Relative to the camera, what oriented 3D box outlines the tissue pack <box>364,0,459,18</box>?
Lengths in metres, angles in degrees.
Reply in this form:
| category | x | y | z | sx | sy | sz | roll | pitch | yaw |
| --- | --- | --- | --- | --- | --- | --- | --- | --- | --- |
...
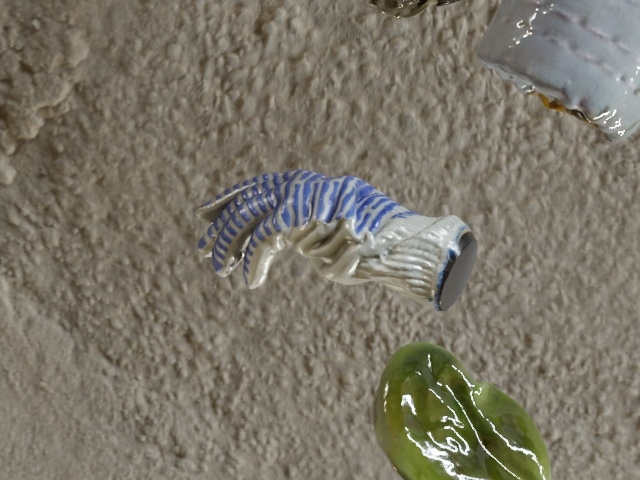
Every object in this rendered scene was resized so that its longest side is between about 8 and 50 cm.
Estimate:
| category | x | y | z | sx | sy | sz | roll | pitch | yaw |
| --- | --- | --- | --- | --- | --- | --- | --- | --- | --- |
| tissue pack | 0.085 | -0.244 | 0.344 | 0.123 | 0.257 | 0.215 | -10 | 112 | 55 |

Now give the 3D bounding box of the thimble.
| category | x | y | z | sx | sy | sz | roll | pitch | yaw |
| --- | --- | --- | --- | --- | --- | --- | --- | --- | --- |
| thimble | 0.200 | -0.151 | 0.574 | 0.127 | 0.151 | 0.117 | 37 | 104 | 31 |

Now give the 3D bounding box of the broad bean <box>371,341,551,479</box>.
| category | x | y | z | sx | sy | sz | roll | pitch | yaw |
| --- | --- | --- | --- | --- | --- | --- | --- | --- | --- |
| broad bean | 0.137 | 0.198 | 0.791 | 0.153 | 0.206 | 0.072 | -30 | 150 | -19 |

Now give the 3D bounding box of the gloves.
| category | x | y | z | sx | sy | sz | roll | pitch | yaw |
| --- | --- | --- | --- | --- | --- | --- | --- | --- | --- |
| gloves | 0.004 | -0.005 | 0.587 | 0.229 | 0.119 | 0.097 | 6 | 86 | 22 |
